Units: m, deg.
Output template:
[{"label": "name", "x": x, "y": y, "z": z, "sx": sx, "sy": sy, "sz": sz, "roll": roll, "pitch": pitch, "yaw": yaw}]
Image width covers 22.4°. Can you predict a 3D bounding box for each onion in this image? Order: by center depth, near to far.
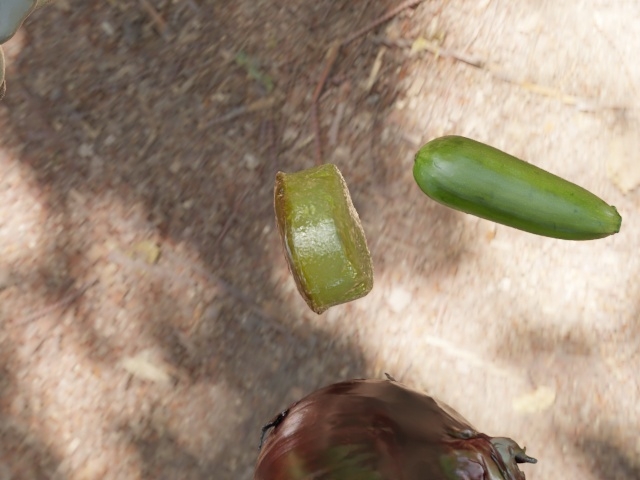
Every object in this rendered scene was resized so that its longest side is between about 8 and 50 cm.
[{"label": "onion", "x": 0.083, "y": 0.249, "z": 1.448, "sx": 0.314, "sy": 0.314, "sz": 0.232, "roll": 39, "pitch": 115, "yaw": -5}]

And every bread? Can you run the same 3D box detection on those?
[{"label": "bread", "x": -0.002, "y": 0.000, "z": 1.687, "sx": 0.086, "sy": 0.125, "sz": 0.156, "roll": -16, "pitch": 103, "yaw": 9}]

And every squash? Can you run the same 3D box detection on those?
[{"label": "squash", "x": 0.177, "y": -0.044, "z": 1.455, "sx": 0.201, "sy": 0.066, "sz": 0.066, "roll": 17, "pitch": 114, "yaw": -10}]

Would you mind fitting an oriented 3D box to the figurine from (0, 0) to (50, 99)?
[{"label": "figurine", "x": -0.300, "y": -0.242, "z": 1.224, "sx": 0.248, "sy": 0.203, "sz": 0.380, "roll": 37, "pitch": 148, "yaw": 13}]
